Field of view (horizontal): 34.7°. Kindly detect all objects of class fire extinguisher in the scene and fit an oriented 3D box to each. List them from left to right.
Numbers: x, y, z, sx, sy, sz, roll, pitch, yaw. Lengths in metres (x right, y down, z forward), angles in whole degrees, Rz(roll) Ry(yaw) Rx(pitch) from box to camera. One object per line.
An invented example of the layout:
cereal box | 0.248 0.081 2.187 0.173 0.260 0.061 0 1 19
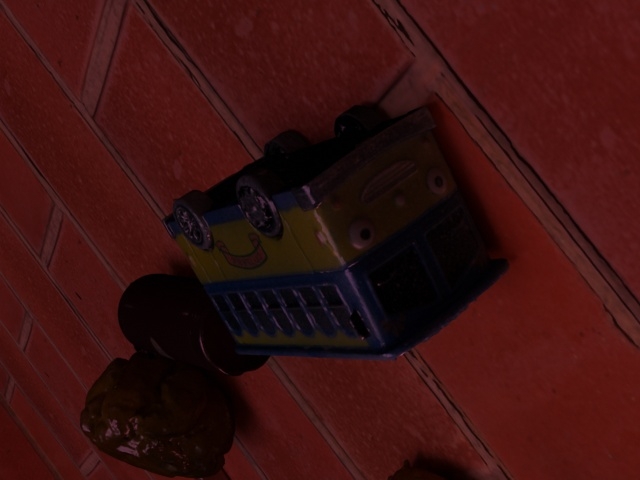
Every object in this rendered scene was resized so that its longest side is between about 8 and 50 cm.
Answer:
fire extinguisher | -0.188 0.114 1.386 0.337 0.114 0.136 5 104 56

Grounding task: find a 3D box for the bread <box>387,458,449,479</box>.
bread | 0.129 0.376 1.149 0.240 0.139 0.240 32 137 36

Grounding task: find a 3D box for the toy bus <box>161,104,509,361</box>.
toy bus | 0.000 0.000 0.935 0.312 0.152 0.190 -9 112 60

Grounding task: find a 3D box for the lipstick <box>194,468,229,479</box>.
lipstick | -0.220 0.387 1.819 0.145 0.045 0.045 55 150 1

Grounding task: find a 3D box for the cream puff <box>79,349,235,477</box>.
cream puff | -0.246 0.272 1.572 0.244 0.244 0.196 90 -179 -45
